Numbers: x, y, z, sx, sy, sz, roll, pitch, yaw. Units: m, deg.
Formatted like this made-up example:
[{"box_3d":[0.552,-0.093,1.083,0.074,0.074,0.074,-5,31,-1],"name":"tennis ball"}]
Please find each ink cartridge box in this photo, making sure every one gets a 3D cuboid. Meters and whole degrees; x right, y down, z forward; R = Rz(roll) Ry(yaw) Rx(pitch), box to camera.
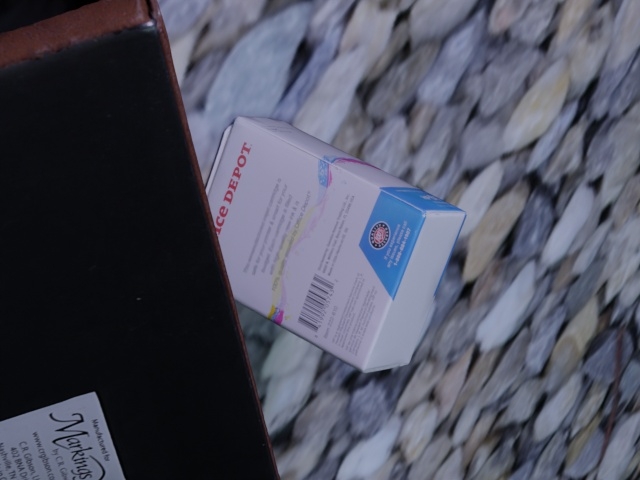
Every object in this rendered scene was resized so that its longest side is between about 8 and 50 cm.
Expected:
[{"box_3d":[0.000,0.000,0.958,0.052,0.122,0.089,-4,118,-59],"name":"ink cartridge box"}]

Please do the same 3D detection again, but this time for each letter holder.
[{"box_3d":[-0.132,-0.020,0.746,0.152,0.214,0.302,-18,139,-7],"name":"letter holder"}]
